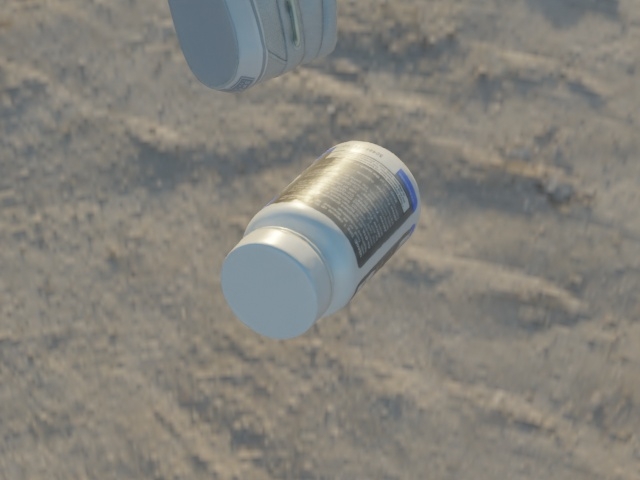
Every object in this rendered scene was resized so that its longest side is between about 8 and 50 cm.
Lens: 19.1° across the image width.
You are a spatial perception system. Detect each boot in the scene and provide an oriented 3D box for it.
[{"bbox_3d":[-0.064,-0.246,1.429,0.095,0.258,0.123,-2,15,46],"label":"boot"}]

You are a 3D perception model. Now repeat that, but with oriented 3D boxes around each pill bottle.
[{"bbox_3d":[0.000,0.000,1.164,0.078,0.078,0.137,27,37,15],"label":"pill bottle"}]
